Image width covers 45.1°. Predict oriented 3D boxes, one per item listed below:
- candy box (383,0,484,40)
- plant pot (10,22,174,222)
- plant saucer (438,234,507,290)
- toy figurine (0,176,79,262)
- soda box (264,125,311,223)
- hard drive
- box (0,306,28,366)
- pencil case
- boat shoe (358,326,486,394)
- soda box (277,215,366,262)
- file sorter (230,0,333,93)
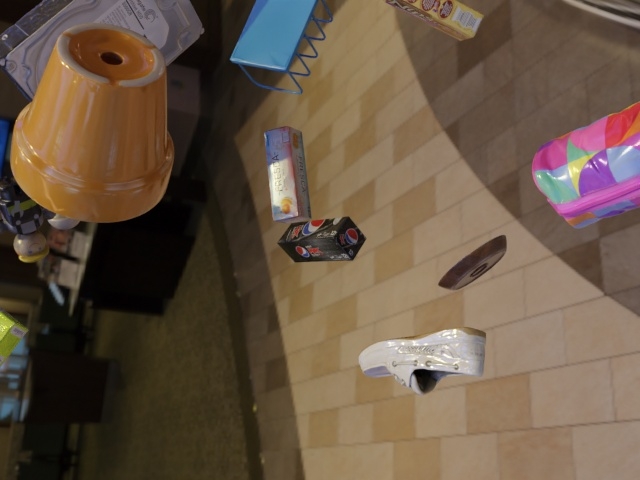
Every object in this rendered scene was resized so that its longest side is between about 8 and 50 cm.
[{"bbox_3d":[0.225,-0.468,1.548,0.109,0.187,0.053,-112,46,-78],"label":"candy box"},{"bbox_3d":[-0.276,-0.159,0.974,0.188,0.205,0.205,117,152,-42],"label":"plant pot"},{"bbox_3d":[0.313,0.051,1.556,0.029,0.168,0.168,54,138,18],"label":"plant saucer"},{"bbox_3d":[-0.515,-0.051,1.256,0.209,0.213,0.148,-85,-9,-63],"label":"toy figurine"},{"bbox_3d":[-0.064,-0.128,1.517,0.058,0.063,0.183,-9,81,25],"label":"soda box"},{"bbox_3d":[-0.381,-0.354,1.362,0.339,0.237,0.064,-45,59,-12],"label":"hard drive"},{"bbox_3d":[-0.639,0.167,1.446,0.178,0.042,0.109,26,76,35],"label":"box"},{"bbox_3d":[0.314,-0.086,0.709,0.236,0.104,0.104,-25,58,48],"label":"pencil case"},{"bbox_3d":[0.167,0.220,1.341,0.277,0.098,0.096,-24,59,48],"label":"boat shoe"},{"bbox_3d":[0.000,0.000,1.365,0.169,0.060,0.053,-5,43,51],"label":"soda box"},{"bbox_3d":[-0.063,-0.368,1.412,0.118,0.104,0.170,16,76,26],"label":"file sorter"}]
